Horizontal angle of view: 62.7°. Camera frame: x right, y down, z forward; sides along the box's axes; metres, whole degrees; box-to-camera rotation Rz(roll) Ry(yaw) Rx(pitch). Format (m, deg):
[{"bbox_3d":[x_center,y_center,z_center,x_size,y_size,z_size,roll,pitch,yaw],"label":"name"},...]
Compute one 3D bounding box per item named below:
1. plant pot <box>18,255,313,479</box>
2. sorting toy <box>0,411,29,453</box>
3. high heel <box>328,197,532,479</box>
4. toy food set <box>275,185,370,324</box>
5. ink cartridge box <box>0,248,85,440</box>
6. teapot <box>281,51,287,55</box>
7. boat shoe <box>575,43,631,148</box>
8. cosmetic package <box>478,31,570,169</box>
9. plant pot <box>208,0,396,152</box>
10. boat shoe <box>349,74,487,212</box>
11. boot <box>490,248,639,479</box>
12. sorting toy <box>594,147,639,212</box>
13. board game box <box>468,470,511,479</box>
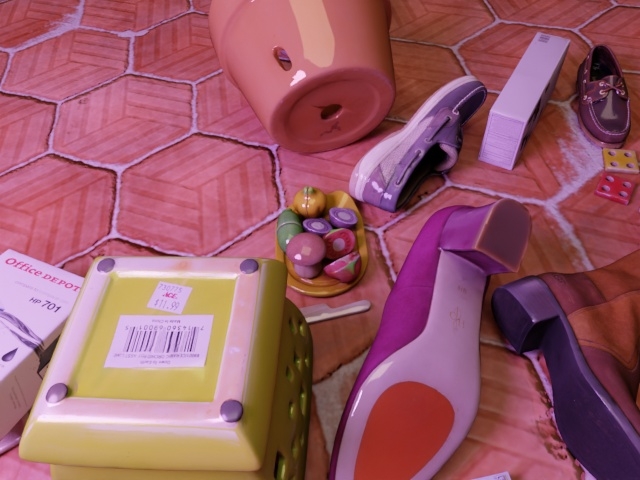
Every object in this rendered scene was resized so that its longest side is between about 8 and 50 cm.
[{"bbox_3d":[-0.129,0.140,0.510,0.228,0.207,0.227,1,50,4],"label":"plant pot"},{"bbox_3d":[-0.448,0.195,0.590,0.196,0.047,0.348,-31,55,-19],"label":"sorting toy"},{"bbox_3d":[0.108,0.122,0.610,0.127,0.181,0.377,38,75,-8],"label":"high heel"},{"bbox_3d":[0.000,0.000,0.700,0.128,0.071,0.218,-6,51,-1],"label":"toy food set"},{"bbox_3d":[-0.362,0.112,0.597,0.139,0.082,0.191,18,42,10],"label":"ink cartridge box"},{"bbox_3d":[-0.002,-0.482,1.020,0.252,0.187,0.256,6,52,9],"label":"teapot"},{"bbox_3d":[0.463,-0.241,0.862,0.073,0.073,0.207,3,52,5],"label":"boat shoe"},{"bbox_3d":[0.330,-0.228,0.845,0.060,0.099,0.239,24,57,19],"label":"cosmetic package"},{"bbox_3d":[-0.008,-0.275,0.811,0.290,0.291,0.204,-15,67,-8],"label":"plant pot"},{"bbox_3d":[0.166,-0.141,0.789,0.285,0.103,0.092,-41,64,-21],"label":"boat shoe"},{"bbox_3d":[0.373,0.126,0.583,0.280,0.096,0.264,-11,44,-15],"label":"boot"},{"bbox_3d":[0.531,-0.073,0.736,0.274,0.046,0.132,27,58,24],"label":"sorting toy"},{"bbox_3d":[0.151,0.276,0.497,0.090,0.020,0.090,-10,51,-4],"label":"board game box"}]
